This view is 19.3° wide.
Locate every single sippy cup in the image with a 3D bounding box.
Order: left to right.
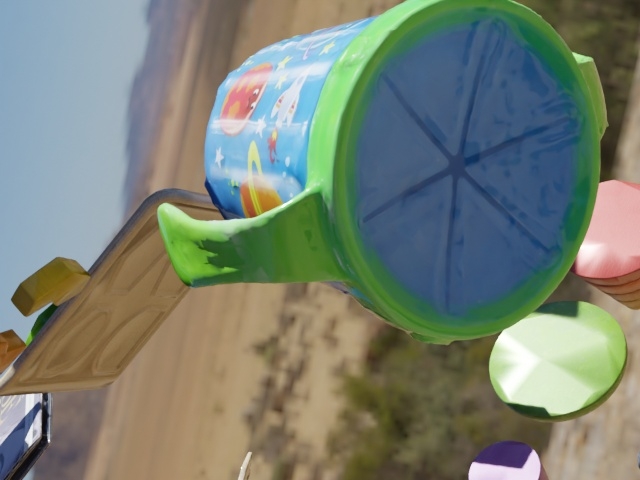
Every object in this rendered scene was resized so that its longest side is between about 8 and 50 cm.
[{"bbox_3d":[0.039,-0.058,1.331,0.224,0.305,0.240,10,86,55],"label":"sippy cup"}]

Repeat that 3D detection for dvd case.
[{"bbox_3d":[-0.306,0.212,1.680,0.221,0.018,0.164,-50,21,17],"label":"dvd case"}]

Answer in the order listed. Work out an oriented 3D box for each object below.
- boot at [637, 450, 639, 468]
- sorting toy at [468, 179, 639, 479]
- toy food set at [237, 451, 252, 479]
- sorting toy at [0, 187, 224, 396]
[{"bbox_3d":[0.266,0.089,0.802,0.118,0.222,0.338,-86,9,-54],"label":"boot"},{"bbox_3d":[0.242,0.121,1.749,0.365,0.127,0.126,-63,-35,-28],"label":"sorting toy"},{"bbox_3d":[-0.072,0.318,1.831,0.132,0.038,0.192,-69,-13,-60],"label":"toy food set"},{"bbox_3d":[-0.173,0.037,1.473,0.229,0.041,0.307,-46,-14,10],"label":"sorting toy"}]
